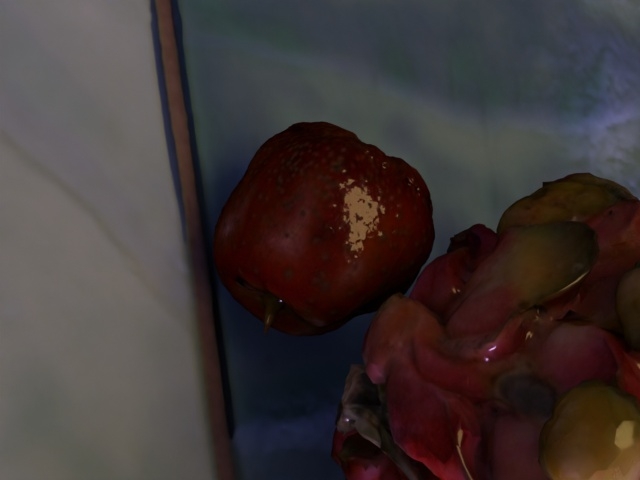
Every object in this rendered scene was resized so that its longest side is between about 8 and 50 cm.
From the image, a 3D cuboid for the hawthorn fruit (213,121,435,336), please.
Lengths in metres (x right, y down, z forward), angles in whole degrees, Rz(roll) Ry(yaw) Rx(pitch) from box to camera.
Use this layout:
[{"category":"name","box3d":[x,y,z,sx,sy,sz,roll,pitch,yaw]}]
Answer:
[{"category":"hawthorn fruit","box3d":[0.000,0.000,0.607,0.093,0.093,0.093,12,71,-41]}]

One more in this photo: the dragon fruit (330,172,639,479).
[{"category":"dragon fruit","box3d":[0.141,0.095,0.585,0.291,0.269,0.250,34,63,-50]}]
